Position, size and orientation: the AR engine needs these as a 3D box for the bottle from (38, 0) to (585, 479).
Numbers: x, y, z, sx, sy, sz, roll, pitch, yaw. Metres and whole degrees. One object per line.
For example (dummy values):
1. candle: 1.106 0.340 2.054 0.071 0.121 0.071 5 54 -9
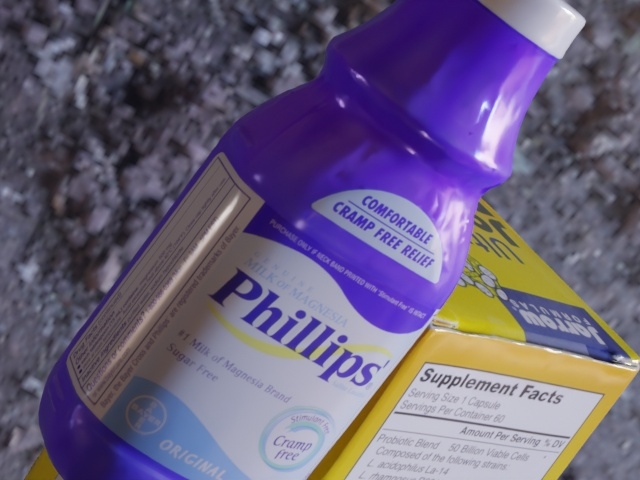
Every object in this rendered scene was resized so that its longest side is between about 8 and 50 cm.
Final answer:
1. bottle: 0.000 0.000 0.760 0.118 0.283 0.092 32 12 -29

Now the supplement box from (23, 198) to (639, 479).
1. supplement box: -0.020 0.139 1.059 0.194 0.356 0.195 14 27 -46
